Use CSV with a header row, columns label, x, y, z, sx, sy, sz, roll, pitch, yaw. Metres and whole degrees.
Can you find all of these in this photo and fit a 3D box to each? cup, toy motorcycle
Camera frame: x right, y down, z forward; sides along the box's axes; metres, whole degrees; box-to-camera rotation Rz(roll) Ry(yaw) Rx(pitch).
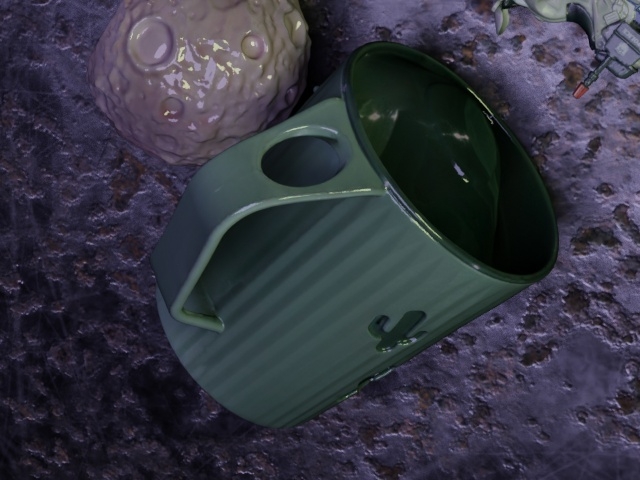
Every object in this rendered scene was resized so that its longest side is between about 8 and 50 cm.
label,x,y,z,sx,sy,sz,roll,pitch,yaw
cup,0.001,-0.016,1.770,0.401,0.310,0.392,32,125,-27
toy motorcycle,0.270,-0.254,1.728,0.221,0.102,0.150,40,104,6

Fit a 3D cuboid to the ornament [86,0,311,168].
label,x,y,z,sx,sy,sz,roll,pitch,yaw
ornament,-0.128,-0.206,1.813,0.225,0.259,0.259,32,116,-6
